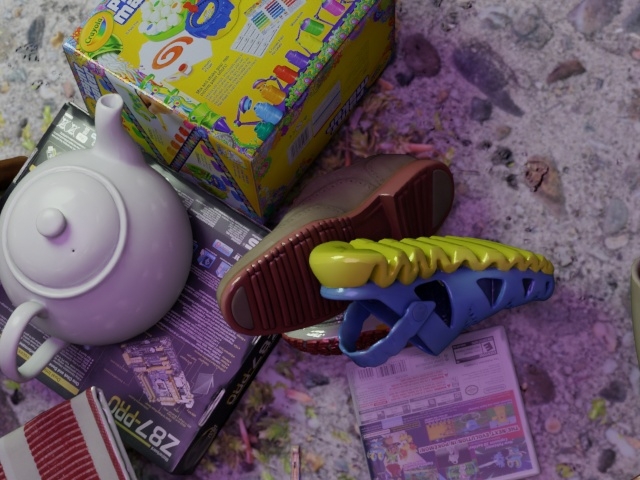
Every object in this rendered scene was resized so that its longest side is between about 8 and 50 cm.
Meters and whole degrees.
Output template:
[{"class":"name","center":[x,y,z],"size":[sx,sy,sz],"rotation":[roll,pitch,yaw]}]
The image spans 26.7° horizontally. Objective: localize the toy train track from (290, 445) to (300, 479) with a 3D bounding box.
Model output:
[{"class":"toy train track","center":[-0.033,0.293,1.653],"size":[0.048,0.014,0.083],"rotation":[-1,80,12]}]

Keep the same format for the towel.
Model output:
[{"class":"towel","center":[-0.333,0.341,1.590],"size":[0.329,0.037,0.237],"rotation":[-31,76,27]}]

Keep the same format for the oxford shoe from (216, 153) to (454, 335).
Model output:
[{"class":"oxford shoe","center":[0.000,0.000,1.587],"size":[0.348,0.123,0.130],"rotation":[-29,35,-33]}]

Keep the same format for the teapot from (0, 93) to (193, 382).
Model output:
[{"class":"teapot","center":[-0.282,0.004,1.572],"size":[0.252,0.187,0.256],"rotation":[-25,76,8]}]

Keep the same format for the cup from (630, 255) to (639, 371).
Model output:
[{"class":"cup","center":[0.485,0.160,1.433],"size":[0.331,0.331,0.237],"rotation":[7,109,14]}]

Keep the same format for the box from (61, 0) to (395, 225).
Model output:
[{"class":"box","center":[-0.102,-0.230,1.637],"size":[0.279,0.177,0.290],"rotation":[33,71,16]}]

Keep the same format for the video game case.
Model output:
[{"class":"video game case","center":[0.145,0.213,1.623],"size":[0.201,0.023,0.183],"rotation":[-14,77,9]}]

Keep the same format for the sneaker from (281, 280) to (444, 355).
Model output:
[{"class":"sneaker","center":[0.059,0.077,1.641],"size":[0.225,0.088,0.093],"rotation":[-19,73,-1]}]

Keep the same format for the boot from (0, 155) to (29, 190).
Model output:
[{"class":"boot","center":[-0.530,-0.068,1.689],"size":[0.264,0.280,0.096],"rotation":[-15,97,9]}]

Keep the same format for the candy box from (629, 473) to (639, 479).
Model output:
[{"class":"candy box","center":[0.376,0.439,1.497],"size":[0.183,0.087,0.316],"rotation":[-34,74,5]}]

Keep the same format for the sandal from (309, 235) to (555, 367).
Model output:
[{"class":"sandal","center":[0.128,0.066,1.532],"size":[0.317,0.126,0.138],"rotation":[-3,98,-27]}]

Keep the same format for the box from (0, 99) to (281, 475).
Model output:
[{"class":"box","center":[-0.243,0.057,1.700],"size":[0.395,0.097,0.318],"rotation":[32,86,15]}]
